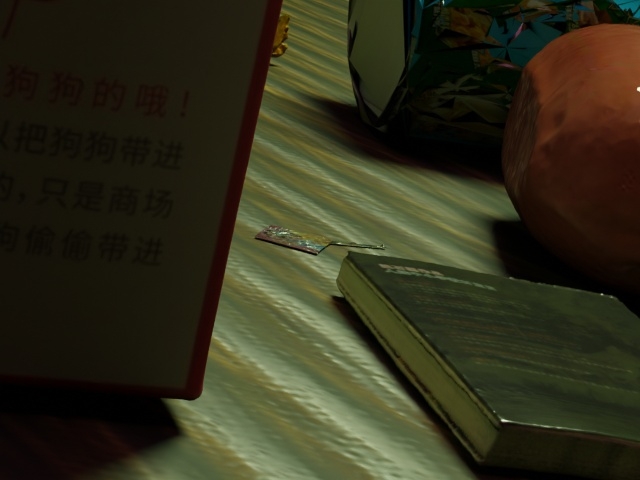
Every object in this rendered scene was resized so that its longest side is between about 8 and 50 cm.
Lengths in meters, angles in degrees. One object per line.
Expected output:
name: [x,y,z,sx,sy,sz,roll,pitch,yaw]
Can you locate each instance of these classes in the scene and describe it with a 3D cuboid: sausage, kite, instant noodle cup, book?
sausage: [0.178,-0.052,1.165,0.148,0.148,0.254,13,15,1]
kite: [0.001,0.002,1.071,0.078,0.002,0.044,10,14,-10]
instant noodle cup: [0.127,-0.165,1.430,0.178,0.240,0.240,2,16,-13]
book: [0.110,0.058,0.902,0.160,0.024,0.228,9,14,-18]

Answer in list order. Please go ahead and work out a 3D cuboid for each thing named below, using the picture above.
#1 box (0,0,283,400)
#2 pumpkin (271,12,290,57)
box: [-0.194,-0.134,0.787,0.314,0.312,0.300,6,17,-22]
pumpkin: [-0.074,-0.174,1.592,0.074,0.054,0.083,16,18,29]
